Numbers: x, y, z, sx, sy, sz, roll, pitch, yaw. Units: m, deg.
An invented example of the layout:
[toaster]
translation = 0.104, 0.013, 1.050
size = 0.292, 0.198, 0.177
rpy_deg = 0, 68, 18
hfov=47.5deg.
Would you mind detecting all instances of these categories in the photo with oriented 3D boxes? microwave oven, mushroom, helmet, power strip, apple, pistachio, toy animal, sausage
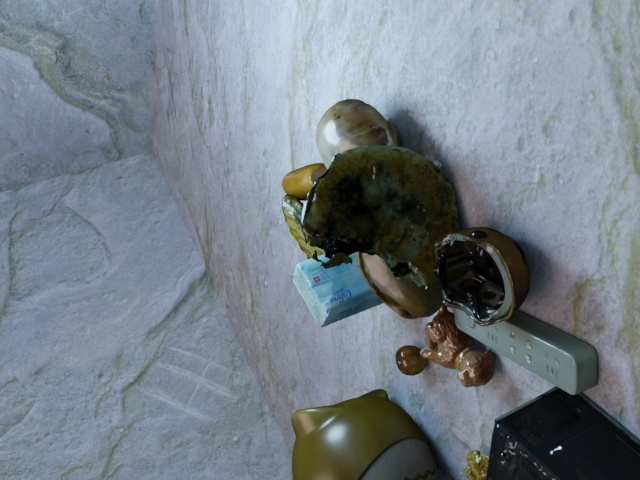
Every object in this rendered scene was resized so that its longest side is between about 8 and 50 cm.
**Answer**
[microwave oven]
translation = 0.485, 0.489, 1.332
size = 0.355, 0.218, 0.286
rpy_deg = 44, 147, 47
[mushroom]
translation = 0.098, -0.213, 1.698
size = 0.255, 0.184, 0.255
rpy_deg = 42, 142, 45
[helmet]
translation = 0.334, 0.057, 1.447
size = 0.224, 0.130, 0.198
rpy_deg = 13, 124, 52
[power strip]
translation = 0.399, 0.195, 1.496
size = 0.385, 0.062, 0.091
rpy_deg = 29, 130, 57
[apple]
translation = 0.242, 0.320, 1.944
size = 0.084, 0.071, 0.084
rpy_deg = 169, 90, -70
[pistachio]
translation = 0.191, 0.043, 1.688
size = 0.288, 0.197, 0.166
rpy_deg = 63, 169, -3
[toy animal]
translation = 0.324, 0.235, 1.660
size = 0.185, 0.104, 0.184
rpy_deg = -135, 42, -54
[sausage]
translation = -0.045, -0.168, 2.157
size = 0.328, 0.112, 0.112
rpy_deg = -2, 106, 69

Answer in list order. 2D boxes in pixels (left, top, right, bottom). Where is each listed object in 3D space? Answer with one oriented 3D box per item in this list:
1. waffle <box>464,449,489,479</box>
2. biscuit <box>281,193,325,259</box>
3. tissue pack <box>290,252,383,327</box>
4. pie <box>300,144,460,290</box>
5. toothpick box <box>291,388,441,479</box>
[waffle]
translation = 0.455, 0.656, 1.732
size = 0.325, 0.068, 0.302
rpy_deg = 7, 114, 67
[biscuit]
translation = 0.000, 0.000, 2.142
size = 0.335, 0.078, 0.329
rpy_deg = 56, 161, -19
[tissue pack]
translation = 0.078, 0.101, 1.887
size = 0.177, 0.263, 0.089
rpy_deg = 58, 151, 26
[pie]
translation = 0.146, -0.055, 1.554
size = 0.078, 0.371, 0.296
rpy_deg = 171, 114, -75
[toothpick box]
translation = 0.118, 0.655, 2.054
size = 0.409, 0.409, 0.425
rpy_deg = 122, 131, -62
